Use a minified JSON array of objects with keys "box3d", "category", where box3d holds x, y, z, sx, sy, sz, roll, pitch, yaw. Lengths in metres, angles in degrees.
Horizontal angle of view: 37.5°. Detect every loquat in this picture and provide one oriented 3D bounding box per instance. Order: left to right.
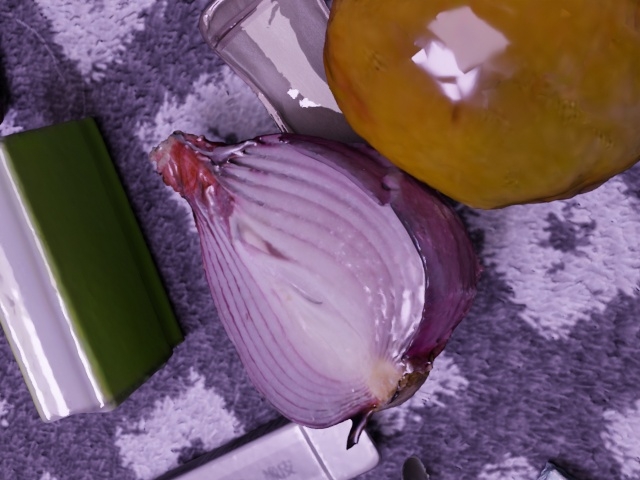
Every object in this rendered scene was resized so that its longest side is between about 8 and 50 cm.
[{"box3d":[0.148,-0.157,0.789,0.276,0.276,0.284,-31,95,20],"category":"loquat"}]

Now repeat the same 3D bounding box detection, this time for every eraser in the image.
[{"box3d":[-0.251,0.021,0.966,0.092,0.210,0.274,-19,99,18],"category":"eraser"},{"box3d":[-0.091,0.271,1.051,0.352,0.061,0.089,-30,93,19],"category":"eraser"}]

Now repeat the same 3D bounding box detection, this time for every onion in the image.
[{"box3d":[0.000,0.000,0.918,0.348,0.159,0.267,49,123,17],"category":"onion"}]

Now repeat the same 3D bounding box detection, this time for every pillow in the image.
[{"box3d":[-0.016,-0.170,0.943,0.131,0.038,0.232,-38,92,18],"category":"pillow"}]

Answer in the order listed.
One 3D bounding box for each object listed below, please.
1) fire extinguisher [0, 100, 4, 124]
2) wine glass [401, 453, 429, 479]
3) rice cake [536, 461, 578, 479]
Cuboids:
[{"box3d":[-0.399,-0.194,1.023,0.105,0.105,0.269,-8,99,18],"category":"fire extinguisher"},{"box3d":[-0.001,0.308,1.026,0.262,0.074,0.074,-26,94,25],"category":"wine glass"},{"box3d":[0.311,0.299,0.955,0.211,0.034,0.043,32,100,8],"category":"rice cake"}]
